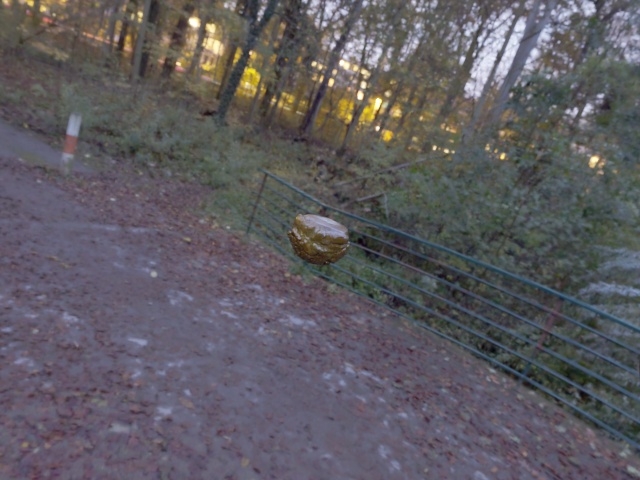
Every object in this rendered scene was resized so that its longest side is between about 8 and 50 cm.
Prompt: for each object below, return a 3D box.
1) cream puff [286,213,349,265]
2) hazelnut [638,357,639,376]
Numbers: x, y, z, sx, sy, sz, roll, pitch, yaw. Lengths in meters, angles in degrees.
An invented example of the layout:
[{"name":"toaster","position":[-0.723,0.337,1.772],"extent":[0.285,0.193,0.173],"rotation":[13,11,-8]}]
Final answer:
[{"name":"cream puff","position":[-0.003,0.002,1.054],"extent":[0.126,0.103,0.143],"rotation":[29,16,32]},{"name":"hazelnut","position":[0.694,0.244,0.722],"extent":[0.372,0.315,0.373],"rotation":[3,55,-4]}]
